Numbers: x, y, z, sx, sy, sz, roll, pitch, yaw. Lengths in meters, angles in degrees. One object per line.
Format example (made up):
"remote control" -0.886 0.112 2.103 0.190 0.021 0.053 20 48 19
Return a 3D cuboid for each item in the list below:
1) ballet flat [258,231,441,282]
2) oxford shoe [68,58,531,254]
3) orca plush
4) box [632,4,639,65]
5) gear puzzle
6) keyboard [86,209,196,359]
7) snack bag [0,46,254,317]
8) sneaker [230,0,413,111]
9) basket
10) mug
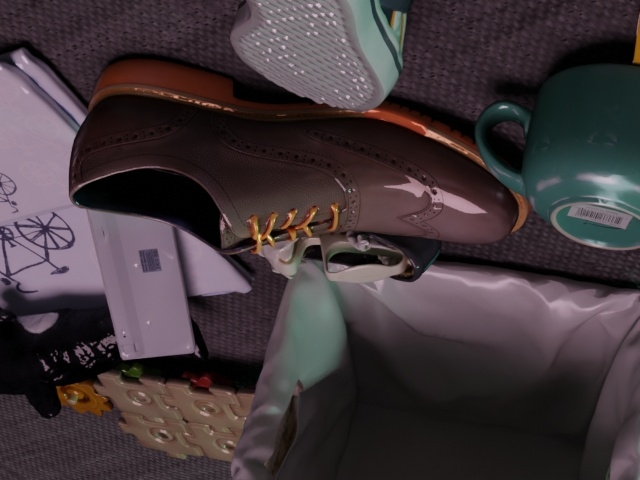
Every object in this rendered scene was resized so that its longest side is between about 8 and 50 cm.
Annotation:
"ballet flat" 0.000 0.000 1.321 0.203 0.074 0.074 9 144 12
"oxford shoe" -0.019 -0.035 1.224 0.364 0.132 0.130 11 144 9
"orca plush" -0.242 0.131 1.545 0.287 0.102 0.151 -5 159 23
"box" 0.281 -0.144 1.040 0.136 0.028 0.081 7 144 9
"gear puzzle" -0.144 0.177 1.658 0.339 0.044 0.175 6 146 20
"keyboard" -0.162 0.018 1.391 0.072 0.014 0.256 -10 134 -4
"snack bag" -0.279 -0.024 1.436 0.323 0.037 0.342 -12 136 35
"sneaker" 0.012 -0.182 1.034 0.126 0.127 0.321 22 170 4
"basket" 0.108 0.219 1.355 0.331 0.328 0.266 9 147 10
"mug" 0.200 -0.051 1.122 0.129 0.097 0.158 32 152 -35
